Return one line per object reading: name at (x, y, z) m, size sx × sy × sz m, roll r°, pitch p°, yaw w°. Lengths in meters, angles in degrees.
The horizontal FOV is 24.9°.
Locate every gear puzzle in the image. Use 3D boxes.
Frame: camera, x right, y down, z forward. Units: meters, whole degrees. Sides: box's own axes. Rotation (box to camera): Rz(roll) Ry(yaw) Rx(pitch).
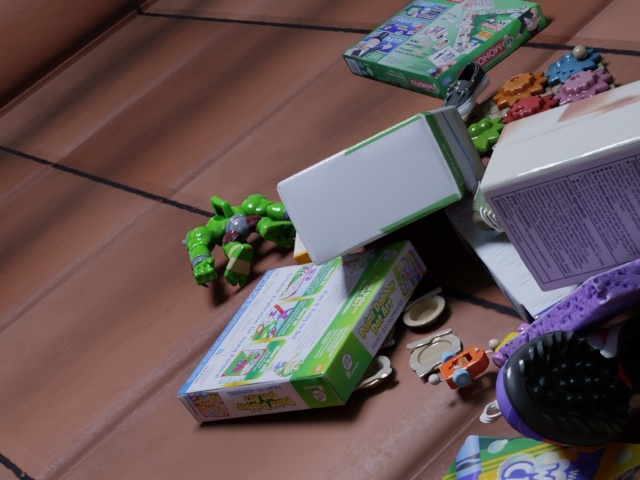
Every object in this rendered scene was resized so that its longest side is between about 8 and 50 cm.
gear puzzle at (0.246, -0.183, 2.060) m, size 0.339 × 0.044 × 0.175 m, roll -25°, pitch 27°, yaw 11°

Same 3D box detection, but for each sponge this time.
sponge at (0.265, 0.065, 1.403) m, size 0.117 × 0.031 × 0.210 m, roll -21°, pitch -14°, yaw -25°

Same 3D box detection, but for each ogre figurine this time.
ogre figurine at (-0.112, -0.010, 2.075) m, size 0.197 × 0.097 × 0.118 m, roll -46°, pitch 40°, yaw -6°

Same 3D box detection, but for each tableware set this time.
tableware set at (0.094, 0.121, 1.714) m, size 0.141 × 0.020 × 0.168 m, roll -25°, pitch 27°, yaw 11°

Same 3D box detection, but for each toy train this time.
toy train at (0.193, 0.151, 1.537) m, size 0.125 × 0.046 × 0.166 m, roll -33°, pitch 23°, yaw -3°

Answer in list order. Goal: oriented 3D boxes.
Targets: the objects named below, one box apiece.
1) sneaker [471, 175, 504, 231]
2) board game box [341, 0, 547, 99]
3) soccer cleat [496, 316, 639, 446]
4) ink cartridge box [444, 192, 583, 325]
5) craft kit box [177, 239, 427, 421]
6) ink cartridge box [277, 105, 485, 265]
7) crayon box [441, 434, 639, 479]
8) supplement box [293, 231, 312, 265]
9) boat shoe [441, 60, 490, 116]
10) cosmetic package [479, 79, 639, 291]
sneaker at (0.217, -0.031, 1.675) m, size 0.086 × 0.064 × 0.192 m, roll -32°, pitch 24°, yaw 17°
board game box at (0.196, -0.328, 2.365) m, size 0.213 × 0.046 × 0.317 m, roll -36°, pitch 27°, yaw -14°
soccer cleat at (0.226, 0.142, 1.333) m, size 0.116 × 0.108 × 0.318 m, roll -31°, pitch -12°, yaw 30°
ink cartridge box at (0.271, 0.004, 1.688) m, size 0.165 × 0.065 × 0.332 m, roll -30°, pitch 25°, yaw 1°
craft kit box at (-0.022, 0.112, 1.788) m, size 0.247 × 0.061 × 0.250 m, roll -15°, pitch 29°, yaw 42°
ink cartridge box at (0.087, -0.074, 1.831) m, size 0.201 × 0.117 × 0.278 m, roll -26°, pitch 1°, yaw 15°
crayon box at (0.226, 0.271, 1.246) m, size 0.323 × 0.083 × 0.203 m, roll -3°, pitch 37°, yaw 42°
supplement box at (0.000, 0.000, 2.002) m, size 0.062 × 0.036 × 0.098 m, roll -21°, pitch 29°, yaw 17°
boat shoe at (0.201, -0.212, 2.084) m, size 0.049 × 0.040 × 0.142 m, roll -20°, pitch 20°, yaw 36°
cosmetic package at (0.330, -0.071, 1.438) m, size 0.296 × 0.153 × 0.129 m, roll -15°, pitch 30°, yaw 33°
